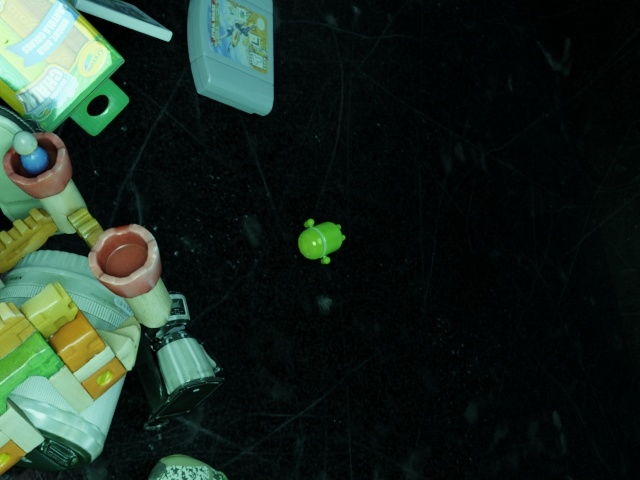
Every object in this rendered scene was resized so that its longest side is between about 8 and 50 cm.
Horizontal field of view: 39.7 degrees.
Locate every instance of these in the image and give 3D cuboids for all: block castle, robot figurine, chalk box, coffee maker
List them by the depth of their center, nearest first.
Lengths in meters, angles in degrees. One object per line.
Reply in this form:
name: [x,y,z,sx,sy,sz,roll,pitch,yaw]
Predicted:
block castle: [-0.436,0.092,1.096,0.453,0.213,0.303,-39,62,-17]
chalk box: [-0.436,-0.291,1.411,0.180,0.179,0.289,-46,113,-1]
coffee maker: [-0.268,0.199,1.481,0.178,0.171,0.120,62,13,23]
robot figurine: [0.000,0.000,1.873,0.115,0.067,0.101,-23,91,-47]

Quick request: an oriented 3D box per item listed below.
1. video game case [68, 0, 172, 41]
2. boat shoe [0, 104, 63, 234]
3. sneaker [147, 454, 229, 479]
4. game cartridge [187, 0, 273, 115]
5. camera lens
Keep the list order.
video game case: [-0.383,-0.420,1.591,0.190,0.173,0.022,11,110,-43]
boat shoe: [-0.448,-0.125,1.324,0.340,0.127,0.113,73,10,-65]
sneaker: [-0.114,0.490,1.486,0.410,0.182,0.158,45,48,-23]
game cartridge: [-0.186,-0.425,1.858,0.198,0.062,0.297,18,63,-45]
camera lens: [-0.394,0.181,1.291,0.219,0.219,0.274,34,53,-32]
